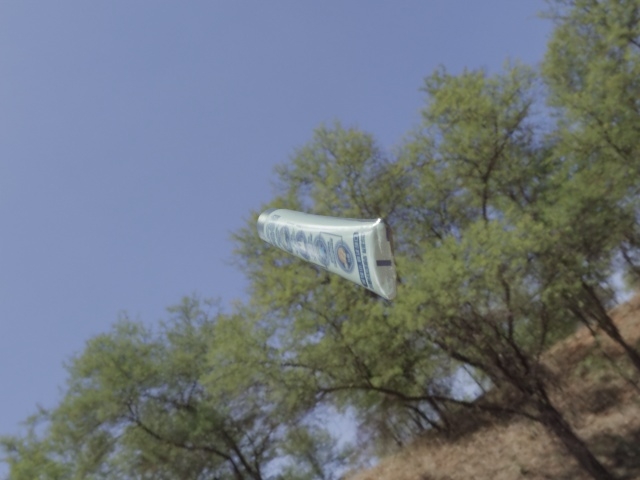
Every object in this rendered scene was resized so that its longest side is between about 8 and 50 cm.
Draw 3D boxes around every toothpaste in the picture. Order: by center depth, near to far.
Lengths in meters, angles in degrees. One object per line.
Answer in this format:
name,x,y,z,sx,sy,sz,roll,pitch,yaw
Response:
toothpaste,0.000,0.000,0.605,0.039,0.239,0.062,-12,-78,-23
